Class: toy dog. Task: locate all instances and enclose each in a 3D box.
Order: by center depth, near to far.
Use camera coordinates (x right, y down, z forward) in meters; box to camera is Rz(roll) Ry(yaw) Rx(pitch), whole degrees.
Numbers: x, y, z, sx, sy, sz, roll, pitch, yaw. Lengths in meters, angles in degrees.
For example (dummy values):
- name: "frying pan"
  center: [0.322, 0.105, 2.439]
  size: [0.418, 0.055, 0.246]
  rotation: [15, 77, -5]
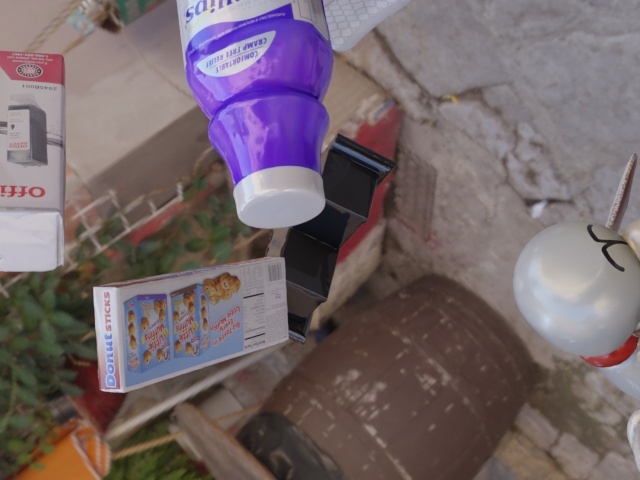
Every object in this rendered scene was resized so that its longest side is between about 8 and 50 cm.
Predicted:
- name: "toy dog"
  center: [0.259, 0.047, 0.604]
  size: [0.220, 0.161, 0.334]
  rotation: [54, -164, 13]

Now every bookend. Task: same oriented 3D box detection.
- name: "bookend"
  center: [0.000, 0.000, 0.923]
  size: [0.072, 0.156, 0.157]
  rotation: [25, 141, -13]

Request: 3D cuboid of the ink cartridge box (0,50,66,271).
- name: "ink cartridge box"
  center: [-0.328, -0.082, 0.852]
  size: [0.092, 0.159, 0.217]
  rotation: [111, 154, -51]

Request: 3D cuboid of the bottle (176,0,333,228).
- name: "bottle"
  center: [-0.051, -0.149, 0.704]
  size: [0.092, 0.118, 0.282]
  rotation: [34, -138, -59]

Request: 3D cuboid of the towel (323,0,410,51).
- name: "towel"
  center: [0.022, -0.333, 0.965]
  size: [0.332, 0.317, 0.053]
  rotation: [-29, 66, 39]

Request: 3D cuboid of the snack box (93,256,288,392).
- name: "snack box"
  center: [-0.079, 0.051, 0.594]
  size: [0.022, 0.178, 0.064]
  rotation: [1, 95, 31]
